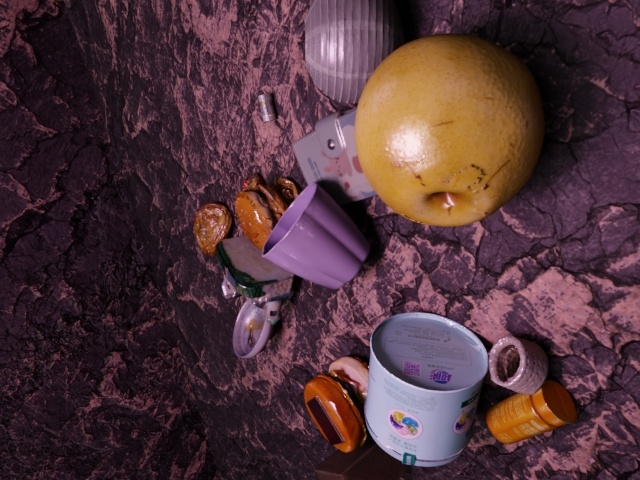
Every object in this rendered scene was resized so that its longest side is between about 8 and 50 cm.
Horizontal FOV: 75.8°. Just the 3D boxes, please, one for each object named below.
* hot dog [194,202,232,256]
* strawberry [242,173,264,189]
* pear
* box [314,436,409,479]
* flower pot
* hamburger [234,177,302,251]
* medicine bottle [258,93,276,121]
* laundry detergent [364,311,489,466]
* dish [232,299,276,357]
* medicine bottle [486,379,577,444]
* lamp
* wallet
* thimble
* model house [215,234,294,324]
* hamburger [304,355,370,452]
[{"bbox_3d":[-0.482,-0.047,1.835,0.196,0.122,0.272,60,143,18],"label":"hot dog"},{"bbox_3d":[-0.246,-0.199,1.527,0.083,0.083,0.096,24,154,40],"label":"strawberry"},{"bbox_3d":[0.231,-0.200,0.773,0.348,0.348,0.349,24,125,40],"label":"pear"},{"bbox_3d":[0.145,0.777,1.406,0.184,0.273,0.143,-31,81,50],"label":"box"},{"bbox_3d":[0.000,0.000,1.191,0.243,0.265,0.265,35,144,-17],"label":"flower pot"},{"bbox_3d":[-0.170,-0.093,1.395,0.245,0.211,0.261,9,119,53],"label":"hamburger"},{"bbox_3d":[-0.174,-0.435,1.348,0.047,0.047,0.083,5,112,48],"label":"medicine bottle"},{"bbox_3d":[0.261,0.394,1.071,0.287,0.287,0.305,25,125,40],"label":"laundry detergent"},{"bbox_3d":[-0.257,0.382,1.778,0.273,0.133,0.274,-35,42,39],"label":"dish"},{"bbox_3d":[0.489,0.407,0.967,0.096,0.096,0.192,52,139,18],"label":"medicine bottle"},{"bbox_3d":[0.078,-0.438,0.923,0.233,0.233,0.266,18,114,43],"label":"lamp"},{"bbox_3d":[0.069,-0.230,1.149,0.360,0.083,0.252,-10,105,50],"label":"wallet"},{"bbox_3d":[0.446,0.279,0.925,0.115,0.090,0.102,-68,21,4],"label":"thimble"},{"bbox_3d":[-0.251,0.166,1.589,0.298,0.243,0.284,47,143,39],"label":"model house"},{"bbox_3d":[0.095,0.542,1.383,0.291,0.225,0.291,35,137,40],"label":"hamburger"}]
